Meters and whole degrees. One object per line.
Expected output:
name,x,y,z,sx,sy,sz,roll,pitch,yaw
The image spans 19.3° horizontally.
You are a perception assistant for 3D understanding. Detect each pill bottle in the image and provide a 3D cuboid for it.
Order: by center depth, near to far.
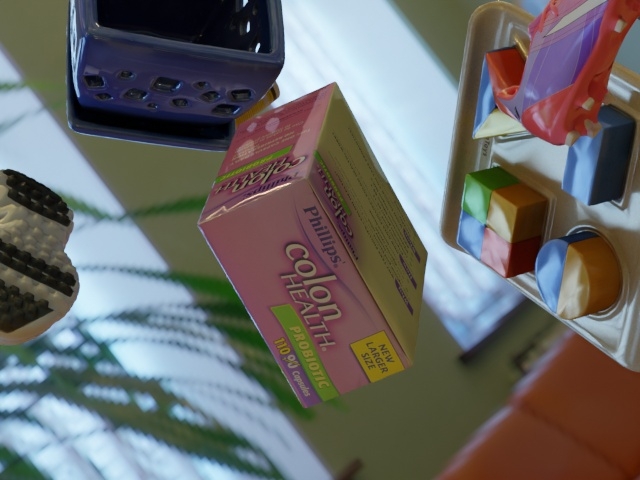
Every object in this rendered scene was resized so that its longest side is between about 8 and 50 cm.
pill bottle,-0.115,-0.179,2.442,0.116,0.065,0.065,-39,-1,-15

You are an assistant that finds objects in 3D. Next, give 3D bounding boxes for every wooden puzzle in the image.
wooden puzzle,0.260,-0.058,2.078,0.080,0.348,0.322,-17,-54,-37

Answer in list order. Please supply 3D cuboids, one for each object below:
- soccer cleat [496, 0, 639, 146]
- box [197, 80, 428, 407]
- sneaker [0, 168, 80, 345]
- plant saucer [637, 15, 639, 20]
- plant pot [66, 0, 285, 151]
soccer cleat,0.226,-0.194,1.579,0.083,0.095,0.248,-21,-41,-50
box,0.000,0.000,1.812,0.117,0.214,0.243,-23,21,16
sneaker,-0.302,0.039,1.817,0.118,0.110,0.292,-53,16,16
plant saucer,0.408,-0.348,2.354,0.041,0.278,0.278,-41,-3,33
plant pot,-0.184,-0.242,2.194,0.235,0.236,0.212,6,-36,-16
